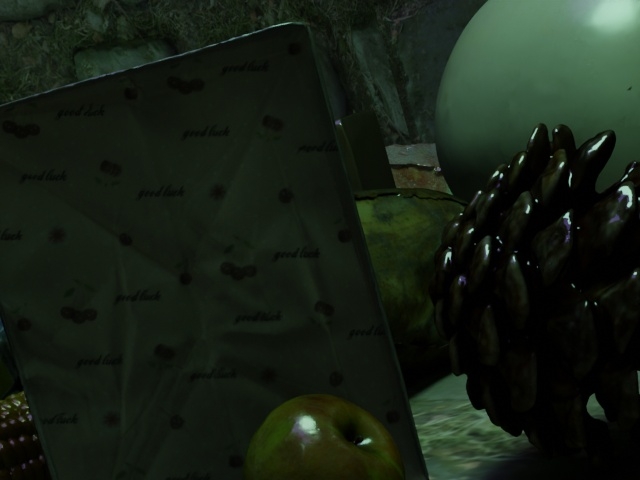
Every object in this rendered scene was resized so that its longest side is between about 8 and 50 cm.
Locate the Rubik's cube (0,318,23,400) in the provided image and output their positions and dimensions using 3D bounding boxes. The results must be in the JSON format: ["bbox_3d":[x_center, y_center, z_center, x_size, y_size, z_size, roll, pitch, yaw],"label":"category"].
[{"bbox_3d":[-0.313,0.079,1.139,0.319,0.319,0.264,-16,-21,-1],"label":"Rubik's cube"}]

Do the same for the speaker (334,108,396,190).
[{"bbox_3d":[0.000,0.000,1.212,0.153,0.230,0.192,-15,5,15],"label":"speaker"}]

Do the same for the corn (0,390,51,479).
[{"bbox_3d":[-0.180,0.150,0.941,0.102,0.101,0.313,-12,4,38],"label":"corn"}]

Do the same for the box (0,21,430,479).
[{"bbox_3d":[-0.081,0.030,0.775,0.225,0.297,0.190,-16,5,-4],"label":"box"}]

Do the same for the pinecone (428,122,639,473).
[{"bbox_3d":[0.166,0.031,0.661,0.205,0.184,0.179,-1,32,40],"label":"pinecone"}]

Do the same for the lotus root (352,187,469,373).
[{"bbox_3d":[0.046,0.036,1.009,0.275,0.160,0.152,-2,-15,-42],"label":"lotus root"}]

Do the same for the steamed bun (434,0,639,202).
[{"bbox_3d":[0.284,-0.130,1.212,0.334,0.333,0.374,-19,7,-32],"label":"steamed bun"}]

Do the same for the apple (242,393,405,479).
[{"bbox_3d":[0.003,0.128,0.656,0.090,0.089,0.074,-22,-32,-48],"label":"apple"}]

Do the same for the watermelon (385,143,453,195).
[{"bbox_3d":[0.082,-0.056,1.757,0.318,0.226,0.148,-26,28,20],"label":"watermelon"}]
